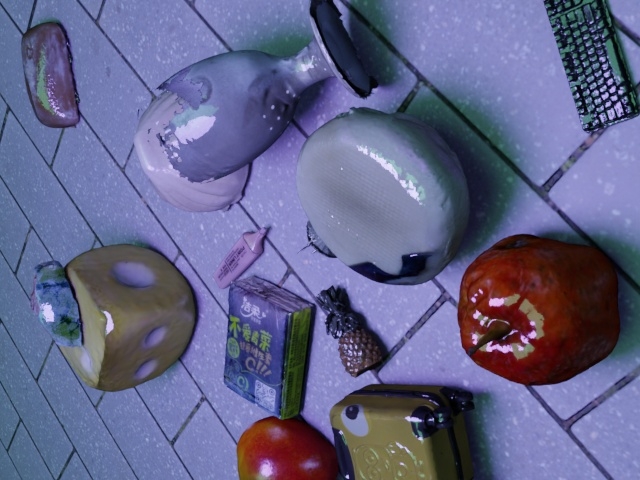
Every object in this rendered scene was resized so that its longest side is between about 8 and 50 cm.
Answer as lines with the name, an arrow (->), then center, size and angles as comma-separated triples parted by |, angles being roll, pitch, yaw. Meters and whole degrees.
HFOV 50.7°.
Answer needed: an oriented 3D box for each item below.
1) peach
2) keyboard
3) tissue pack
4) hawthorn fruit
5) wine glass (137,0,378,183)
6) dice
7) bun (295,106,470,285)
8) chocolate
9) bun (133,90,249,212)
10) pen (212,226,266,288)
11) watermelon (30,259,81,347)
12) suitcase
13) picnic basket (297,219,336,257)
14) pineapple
peach -> -0.064, 0.428, 1.295 | 0.190, 0.192, 0.190 | 179, 90, -78
keyboard -> 0.328, -0.253, 0.842 | 0.072, 0.023, 0.231 | -18, 89, 40
tissue pack -> -0.105, 0.205, 1.301 | 0.173, 0.073, 0.236 | 21, 113, 36
hawthorn fruit -> 0.253, 0.094, 0.848 | 0.207, 0.243, 0.208 | 14, 112, 40
wine glass -> -0.103, -0.228, 1.068 | 0.356, 0.190, 0.191 | -22, 86, 22
dice -> -0.430, 0.164, 1.469 | 0.238, 0.226, 0.233 | 43, 125, 27
bun -> 0.106, -0.076, 0.991 | 0.283, 0.179, 0.283 | 30, 140, 29
chocolate -> -0.671, -0.396, 1.637 | 0.161, 0.083, 0.262 | -1, 101, 43
bun -> -0.275, -0.172, 1.289 | 0.263, 0.175, 0.263 | 10, 106, 40
pen -> -0.155, 0.031, 1.328 | 0.197, 0.032, 0.053 | -47, 70, 40
watermelon -> -0.561, 0.142, 1.392 | 0.139, 0.071, 0.187 | -22, 84, 49
suitcase -> 0.140, 0.328, 1.071 | 0.234, 0.143, 0.194 | -8, 96, 41
picnic basket -> 0.000, 0.000, 1.166 | 0.083, 0.065, 0.083 | -35, 81, 24
pineapple -> 0.045, 0.152, 1.163 | 0.074, 0.074, 0.159 | -45, 67, 39
